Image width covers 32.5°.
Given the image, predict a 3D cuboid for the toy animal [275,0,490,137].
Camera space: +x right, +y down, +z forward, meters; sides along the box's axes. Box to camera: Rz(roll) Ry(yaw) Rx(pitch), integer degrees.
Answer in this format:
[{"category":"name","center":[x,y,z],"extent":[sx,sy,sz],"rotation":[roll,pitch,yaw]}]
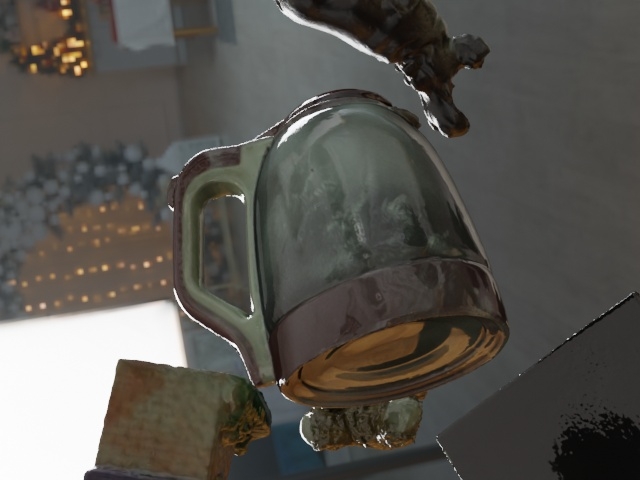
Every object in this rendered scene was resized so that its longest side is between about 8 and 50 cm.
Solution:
[{"category":"toy animal","center":[0.096,-0.289,1.430],"extent":[0.168,0.343,0.106],"rotation":[-51,10,14]}]

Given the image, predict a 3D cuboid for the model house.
[{"category":"model house","center":[-0.221,0.361,1.676],"extent":[0.312,0.245,0.280],"rotation":[81,-163,-69]}]

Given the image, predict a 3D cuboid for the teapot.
[{"category":"teapot","center":[0.000,0.000,1.128],"extent":[0.233,0.315,0.312],"rotation":[77,178,-63]}]

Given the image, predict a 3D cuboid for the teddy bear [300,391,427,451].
[{"category":"teddy bear","center":[0.101,0.236,1.884],"extent":[0.267,0.156,0.256],"rotation":[-12,69,43]}]

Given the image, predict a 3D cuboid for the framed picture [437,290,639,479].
[{"category":"framed picture","center":[0.292,0.240,1.182],"extent":[0.324,0.013,0.244],"rotation":[-44,69,37]}]
